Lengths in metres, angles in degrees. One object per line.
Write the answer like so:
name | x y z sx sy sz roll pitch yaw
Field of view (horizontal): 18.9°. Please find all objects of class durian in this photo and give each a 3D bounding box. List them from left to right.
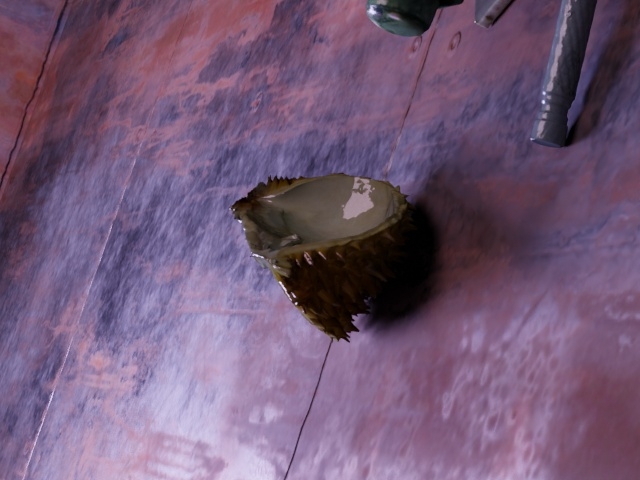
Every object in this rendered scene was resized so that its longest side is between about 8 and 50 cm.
durian | 0.000 0.000 1.587 0.144 0.139 0.252 -58 20 17

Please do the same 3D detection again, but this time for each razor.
razor | 0.188 -0.182 1.385 0.106 0.068 0.232 1 77 67

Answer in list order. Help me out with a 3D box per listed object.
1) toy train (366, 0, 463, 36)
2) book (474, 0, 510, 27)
toy train | 0.080 -0.306 1.558 0.159 0.188 0.272 2 71 69
book | 0.208 -0.333 1.556 0.295 0.020 0.208 -49 27 47
